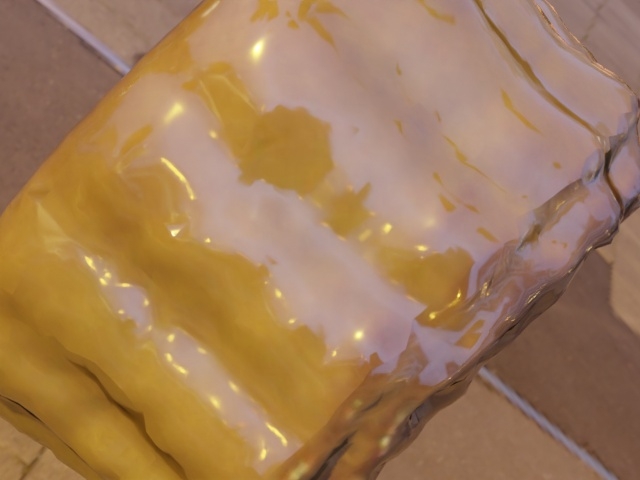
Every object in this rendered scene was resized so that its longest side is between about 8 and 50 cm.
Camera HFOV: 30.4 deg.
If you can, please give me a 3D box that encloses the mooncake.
[{"bbox_3d":[-0.001,0.000,0.558,0.187,0.324,0.324,46,27,2],"label":"mooncake"}]
